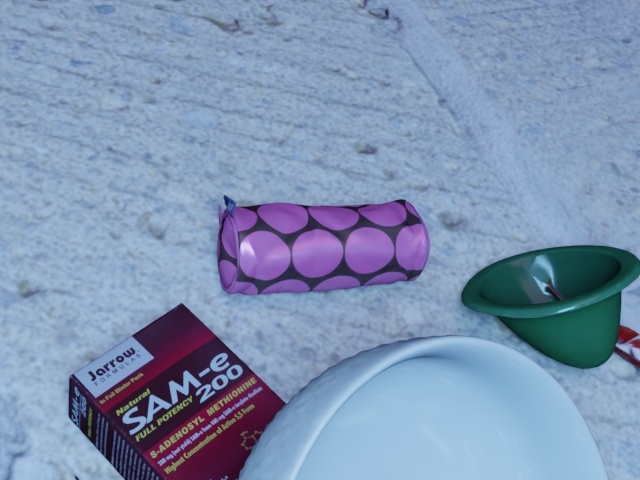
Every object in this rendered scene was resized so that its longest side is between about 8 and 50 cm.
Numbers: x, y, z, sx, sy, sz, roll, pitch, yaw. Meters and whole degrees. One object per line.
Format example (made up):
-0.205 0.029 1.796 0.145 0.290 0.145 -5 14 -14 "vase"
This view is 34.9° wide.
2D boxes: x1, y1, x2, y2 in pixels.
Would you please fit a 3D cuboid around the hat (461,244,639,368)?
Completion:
0.263 0.118 1.042 0.208 0.183 0.173 0 23 45 "hat"

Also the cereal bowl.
0.062 0.240 0.753 0.339 0.141 0.339 6 79 -35 "cereal bowl"

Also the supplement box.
-0.090 0.178 0.864 0.239 0.073 0.130 41 52 21 "supplement box"

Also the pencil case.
0.000 0.000 1.032 0.209 0.095 0.098 0 35 -18 "pencil case"
